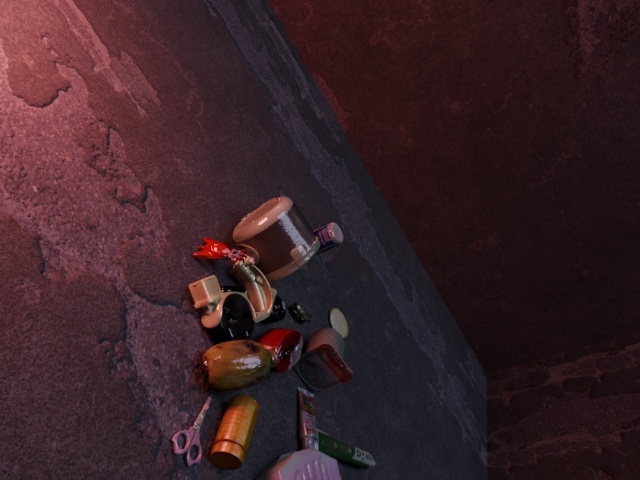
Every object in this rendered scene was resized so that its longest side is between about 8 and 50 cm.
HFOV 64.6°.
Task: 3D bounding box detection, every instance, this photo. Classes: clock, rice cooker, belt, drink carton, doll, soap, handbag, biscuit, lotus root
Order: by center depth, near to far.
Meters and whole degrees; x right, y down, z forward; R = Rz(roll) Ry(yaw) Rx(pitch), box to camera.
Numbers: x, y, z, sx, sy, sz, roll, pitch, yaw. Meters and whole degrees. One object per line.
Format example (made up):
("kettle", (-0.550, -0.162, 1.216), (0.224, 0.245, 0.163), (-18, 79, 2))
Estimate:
("lotus root", (-0.230, 0.378, 1.557), (0.278, 0.154, 0.153), (2, 62, -32))
("soap", (-0.063, 0.773, 1.614), (0.324, 0.109, 0.192), (19, 51, -54))
("doll", (-0.338, 0.039, 1.729), (0.109, 0.169, 0.057), (-73, 169, -56))
("clock", (-0.269, 0.200, 1.738), (0.379, 0.120, 0.276), (-27, 94, -63))
("belt", (-0.156, 0.380, 1.773), (0.201, 0.124, 0.127), (-25, 114, -61))
("rice cooker", (-0.166, 0.003, 1.927), (0.277, 0.289, 0.288), (57, 27, -17))
("drink carton", (0.010, 0.447, 1.970), (0.185, 0.191, 0.189), (52, 19, -18))
("handbag", (-0.084, 0.294, 2.060), (0.111, 0.047, 0.072), (51, 28, -29))
("biscuit", (0.085, 0.378, 2.322), (0.152, 0.020, 0.152), (42, 35, -38))

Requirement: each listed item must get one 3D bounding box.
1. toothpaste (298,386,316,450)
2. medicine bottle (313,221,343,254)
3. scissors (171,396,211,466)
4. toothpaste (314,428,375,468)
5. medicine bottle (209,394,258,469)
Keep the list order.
("toothpaste", (-0.049, 0.646, 1.822), (0.089, 0.057, 0.234), (38, 28, -31))
("medicine bottle", (0.000, 0.000, 2.306), (0.107, 0.192, 0.106), (42, 35, -38))
("scissors", (-0.345, 0.522, 1.419), (0.110, 0.021, 0.212), (55, 29, -22))
("toothpaste", (0.090, 0.805, 1.920), (0.392, 0.061, 0.098), (37, 33, -36))
("medicine bottle", (-0.248, 0.557, 1.479), (0.096, 0.096, 0.191), (51, 30, -24))
